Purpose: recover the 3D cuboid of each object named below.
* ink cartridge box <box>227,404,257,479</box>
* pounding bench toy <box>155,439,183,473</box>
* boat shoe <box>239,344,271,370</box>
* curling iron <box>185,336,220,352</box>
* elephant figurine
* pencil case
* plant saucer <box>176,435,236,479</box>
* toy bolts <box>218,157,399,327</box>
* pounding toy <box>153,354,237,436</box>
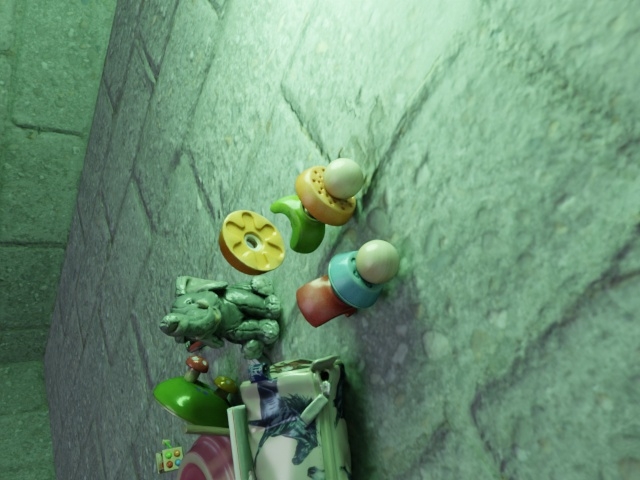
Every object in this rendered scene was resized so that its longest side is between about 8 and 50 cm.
[{"bbox_3d":[-0.107,0.407,0.846,0.060,0.239,0.275,-14,73,9],"label":"ink cartridge box"},{"bbox_3d":[-0.396,0.559,1.372,0.065,0.052,0.083,-40,57,46],"label":"pounding bench toy"},{"bbox_3d":[-0.132,0.234,1.035,0.100,0.035,0.035,33,112,43],"label":"boat shoe"},{"bbox_3d":[-0.254,0.208,1.203,0.274,0.035,0.068,-29,66,51],"label":"curling iron"},{"bbox_3d":[-0.206,0.130,0.958,0.186,0.240,0.169,-50,47,40],"label":"elephant figurine"},{"bbox_3d":[-0.010,0.375,0.749,0.183,0.160,0.410,133,129,-61],"label":"pencil case"},{"bbox_3d":[-0.226,0.571,1.108,0.332,0.084,0.332,-3,86,54],"label":"plant saucer"},{"bbox_3d":[0.000,0.000,0.739,0.158,0.218,0.228,-42,74,38],"label":"toy bolts"},{"bbox_3d":[-0.229,0.318,1.083,0.237,0.183,0.110,16,75,53],"label":"pounding toy"}]
